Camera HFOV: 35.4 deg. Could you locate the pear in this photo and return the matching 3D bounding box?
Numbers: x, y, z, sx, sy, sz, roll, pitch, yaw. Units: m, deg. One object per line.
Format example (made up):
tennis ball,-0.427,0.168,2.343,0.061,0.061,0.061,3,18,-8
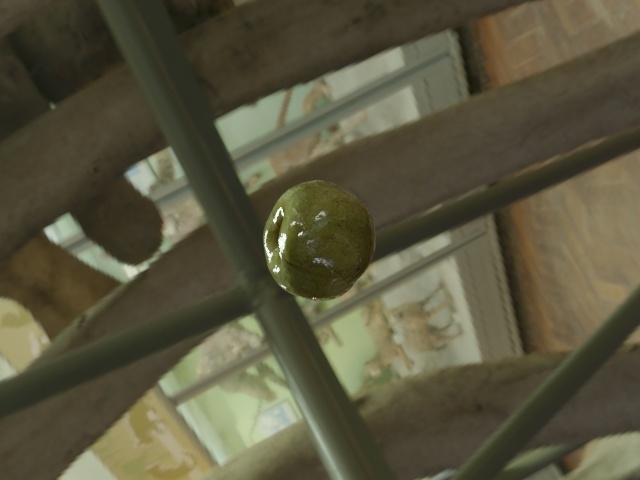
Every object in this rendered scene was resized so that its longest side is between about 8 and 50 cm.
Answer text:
pear,0.000,0.000,1.333,0.167,0.136,0.167,-166,90,-71
